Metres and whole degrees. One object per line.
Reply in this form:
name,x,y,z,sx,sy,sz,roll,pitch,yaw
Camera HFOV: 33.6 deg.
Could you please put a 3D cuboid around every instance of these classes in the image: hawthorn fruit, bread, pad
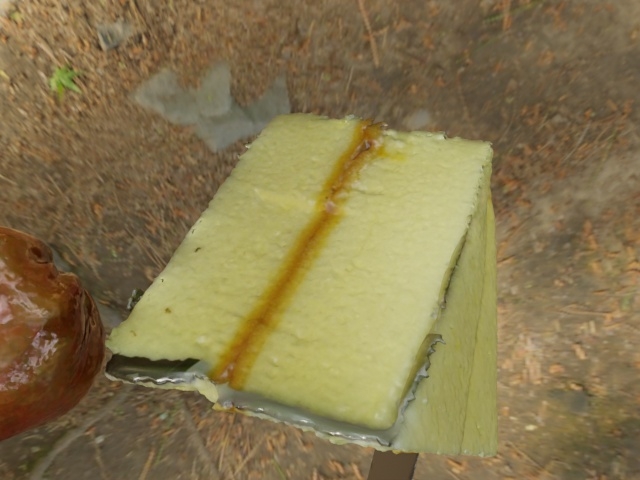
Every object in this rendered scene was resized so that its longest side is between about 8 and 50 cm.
hawthorn fruit,-0.350,0.116,1.067,0.224,0.224,0.261,45,81,3
bread,0.000,0.000,0.969,0.346,0.242,0.405,-4,69,34
pad,0.094,0.290,1.384,0.006,0.170,0.245,12,95,-14
